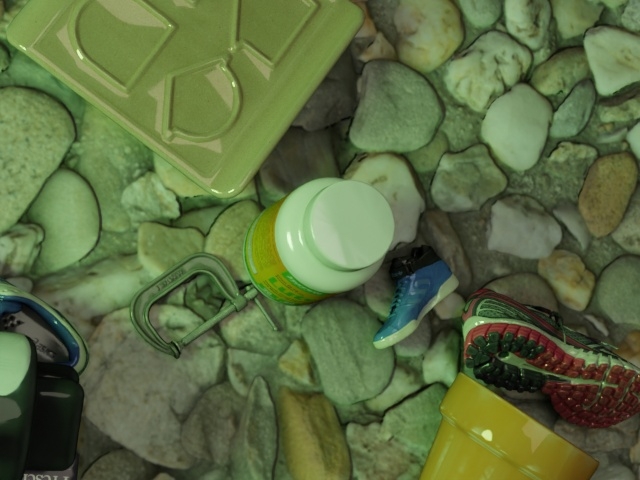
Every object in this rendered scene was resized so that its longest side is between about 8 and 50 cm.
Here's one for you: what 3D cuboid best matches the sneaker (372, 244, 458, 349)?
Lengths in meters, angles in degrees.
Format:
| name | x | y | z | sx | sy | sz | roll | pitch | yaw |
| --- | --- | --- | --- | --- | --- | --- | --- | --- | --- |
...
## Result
| name | x | y | z | sx | sy | sz | roll | pitch | yaw |
| --- | --- | --- | --- | --- | --- | --- | --- | --- | --- |
| sneaker | 0.105 | 0.067 | 1.672 | 0.152 | 0.058 | 0.084 | -41 | 101 | -23 |

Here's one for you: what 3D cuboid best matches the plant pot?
| name | x | y | z | sx | sy | sz | roll | pitch | yaw |
| --- | --- | --- | --- | --- | --- | --- | --- | --- | --- |
| plant pot | 0.209 | 0.296 | 1.611 | 0.205 | 0.205 | 0.188 | 34 | 89 | -10 |

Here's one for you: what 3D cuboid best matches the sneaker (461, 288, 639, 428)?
| name | x | y | z | sx | sy | sz | roll | pitch | yaw |
| --- | --- | --- | --- | --- | --- | --- | --- | --- | --- |
| sneaker | 0.319 | 0.150 | 1.706 | 0.299 | 0.121 | 0.112 | 27 | 34 | -22 |

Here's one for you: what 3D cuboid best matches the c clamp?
| name | x | y | z | sx | sy | sz | roll | pitch | yaw |
| --- | --- | --- | --- | --- | --- | --- | --- | --- | --- |
| c clamp | -0.149 | 0.089 | 1.608 | 0.160 | 0.022 | 0.137 | -30 | 91 | -20 |

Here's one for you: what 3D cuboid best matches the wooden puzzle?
| name | x | y | z | sx | sy | sz | roll | pitch | yaw |
| --- | --- | --- | --- | --- | --- | --- | --- | --- | --- |
| wooden puzzle | -0.166 | -0.265 | 1.633 | 0.348 | 0.080 | 0.322 | 36 | 72 | -5 |

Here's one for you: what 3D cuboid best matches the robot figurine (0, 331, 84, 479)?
| name | x | y | z | sx | sy | sz | roll | pitch | yaw |
| --- | --- | --- | --- | --- | --- | --- | --- | --- | --- |
| robot figurine | -0.391 | 0.176 | 1.343 | 0.278 | 0.209 | 0.173 | 7 | 59 | -18 |

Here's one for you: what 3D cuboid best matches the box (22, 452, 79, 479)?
| name | x | y | z | sx | sy | sz | roll | pitch | yaw |
| --- | --- | --- | --- | --- | --- | --- | --- | --- | --- |
| box | -0.413 | 0.318 | 1.448 | 0.261 | 0.103 | 0.184 | 6 | 82 | -17 |

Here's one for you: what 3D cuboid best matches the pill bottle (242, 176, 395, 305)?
| name | x | y | z | sx | sy | sz | roll | pitch | yaw |
| --- | --- | --- | --- | --- | --- | --- | --- | --- | --- |
| pill bottle | 0.000 | 0.000 | 1.551 | 0.136 | 0.245 | 0.136 | 3 | 81 | -17 |

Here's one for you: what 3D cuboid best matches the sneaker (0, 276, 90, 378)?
| name | x | y | z | sx | sy | sz | roll | pitch | yaw |
| --- | --- | --- | --- | --- | --- | --- | --- | --- | --- |
| sneaker | -0.391 | 0.068 | 1.477 | 0.296 | 0.131 | 0.112 | 28 | 76 | -11 |
